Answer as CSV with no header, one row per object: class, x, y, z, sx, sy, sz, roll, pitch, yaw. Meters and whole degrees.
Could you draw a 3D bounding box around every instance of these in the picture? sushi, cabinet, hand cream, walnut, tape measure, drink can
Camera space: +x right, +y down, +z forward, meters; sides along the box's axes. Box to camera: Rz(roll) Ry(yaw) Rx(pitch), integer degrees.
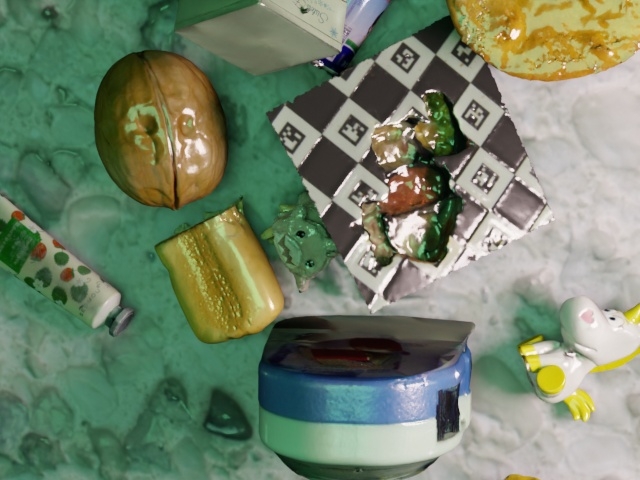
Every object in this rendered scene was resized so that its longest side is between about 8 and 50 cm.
sushi,0.109,-0.096,1.798,0.294,0.059,0.292,-27,94,-16
cabinet,-0.060,-0.331,1.734,0.150,0.145,0.206,-9,66,42
hand cream,-0.369,0.033,1.925,0.276,0.059,0.095,35,97,10
walnut,-0.203,-0.139,1.828,0.167,0.167,0.207,-12,94,11
tape measure,0.054,0.194,1.770,0.259,0.262,0.138,0,105,11
drink can,0.049,-0.324,1.800,0.097,0.097,0.235,34,99,6

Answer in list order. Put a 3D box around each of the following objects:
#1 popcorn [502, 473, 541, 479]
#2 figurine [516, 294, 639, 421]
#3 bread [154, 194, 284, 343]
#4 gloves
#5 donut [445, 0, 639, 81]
popcorn,0.240,0.375,1.799,0.180,0.170,0.180,-12,54,16
figurine,0.332,0.132,1.800,0.129,0.109,0.178,37,101,-22
bread,-0.125,0.043,1.864,0.134,0.085,0.173,-24,89,20
gloves,0.002,-0.009,1.840,0.144,0.094,0.110,-30,101,3
donut,0.286,-0.321,1.748,0.278,0.108,0.277,0,93,8
